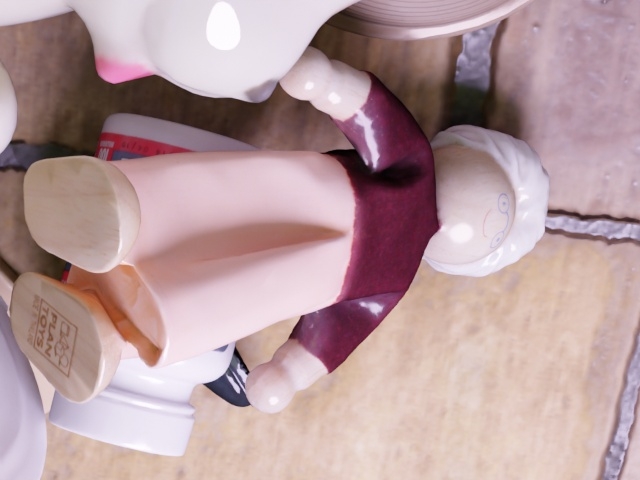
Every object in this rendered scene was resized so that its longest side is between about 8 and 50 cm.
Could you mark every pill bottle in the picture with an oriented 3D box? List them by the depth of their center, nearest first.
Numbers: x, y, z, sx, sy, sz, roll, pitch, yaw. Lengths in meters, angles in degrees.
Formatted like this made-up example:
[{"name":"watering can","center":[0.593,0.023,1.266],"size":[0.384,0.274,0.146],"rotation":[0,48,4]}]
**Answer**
[{"name":"pill bottle","center":[-0.095,0.026,0.922],"size":[0.108,0.108,0.180],"rotation":[15,86,-8]}]

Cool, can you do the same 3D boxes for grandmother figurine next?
[{"name":"grandmother figurine","center":[0.000,0.000,0.863],"size":[0.342,0.104,0.208],"rotation":[-14,132,-43]}]

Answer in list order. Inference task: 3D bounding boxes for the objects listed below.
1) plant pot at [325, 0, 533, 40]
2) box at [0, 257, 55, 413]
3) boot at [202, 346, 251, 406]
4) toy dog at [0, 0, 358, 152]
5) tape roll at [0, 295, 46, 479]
[{"name":"plant pot","center":[0.053,-0.213,0.857],"size":[0.237,0.110,0.237],"rotation":[-1,112,-2]},{"name":"box","center":[-0.266,0.055,1.010],"size":[0.164,0.021,0.201],"rotation":[-35,109,12]},{"name":"boot","center":[-0.106,0.077,1.000],"size":[0.099,0.045,0.121],"rotation":[-35,103,-3]},{"name":"toy dog","center":[-0.141,-0.209,0.708],"size":[0.407,0.284,0.395],"rotation":[22,77,3]},{"name":"tape roll","center":[-0.274,0.053,0.846],"size":[0.100,0.286,0.286],"rotation":[-38,109,13]}]
